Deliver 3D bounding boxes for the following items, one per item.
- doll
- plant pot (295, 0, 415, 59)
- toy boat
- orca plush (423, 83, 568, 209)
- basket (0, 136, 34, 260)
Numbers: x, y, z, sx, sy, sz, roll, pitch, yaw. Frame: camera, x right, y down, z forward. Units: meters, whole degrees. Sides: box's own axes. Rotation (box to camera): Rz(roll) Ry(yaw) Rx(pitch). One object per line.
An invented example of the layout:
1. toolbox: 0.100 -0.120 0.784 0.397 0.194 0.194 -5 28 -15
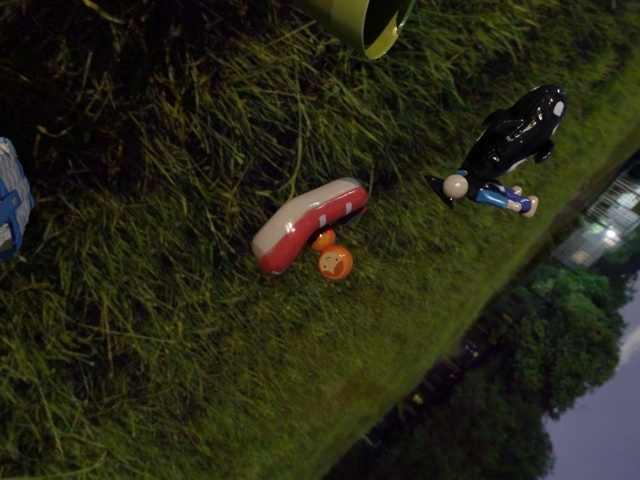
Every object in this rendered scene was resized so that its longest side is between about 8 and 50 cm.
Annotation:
1. doll: 0.272 -0.076 0.678 0.189 0.129 0.046 8 118 -31
2. plant pot: 0.056 -0.638 1.036 0.275 0.293 0.275 -50 161 -24
3. toy boat: 0.000 0.000 0.722 0.231 0.151 0.151 -29 174 -36
4. orca plush: 0.318 -0.192 0.780 0.287 0.151 0.102 -30 146 23
5. basket: -0.561 -0.038 0.595 0.254 0.289 0.201 -4 117 -7
